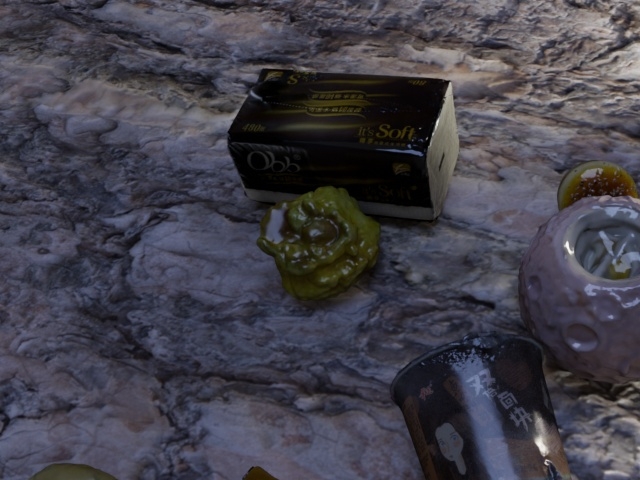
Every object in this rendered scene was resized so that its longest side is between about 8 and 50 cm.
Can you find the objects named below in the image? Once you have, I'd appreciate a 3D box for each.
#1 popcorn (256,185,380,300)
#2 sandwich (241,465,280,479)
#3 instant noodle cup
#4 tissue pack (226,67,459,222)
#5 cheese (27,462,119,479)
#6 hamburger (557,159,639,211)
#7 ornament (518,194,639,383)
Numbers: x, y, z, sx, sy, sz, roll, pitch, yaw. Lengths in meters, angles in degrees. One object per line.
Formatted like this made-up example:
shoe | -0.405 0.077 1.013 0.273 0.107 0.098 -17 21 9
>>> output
popcorn | 0.000 -0.002 1.396 0.197 0.155 0.197 -9 50 11
sandwich | -0.053 0.393 1.128 0.163 0.079 0.113 25 62 29
instant noodle cup | 0.214 0.258 1.093 0.217 0.217 0.207 -14 55 3
tissue pack | 0.051 -0.163 1.496 0.370 0.198 0.210 7 48 19
cheese | -0.342 0.420 1.164 0.226 0.117 0.214 8 57 28
hamburger | 0.441 -0.058 1.355 0.126 0.141 0.081 -6 21 6
ornament | 0.402 0.074 1.179 0.259 0.225 0.259 -8 50 9
